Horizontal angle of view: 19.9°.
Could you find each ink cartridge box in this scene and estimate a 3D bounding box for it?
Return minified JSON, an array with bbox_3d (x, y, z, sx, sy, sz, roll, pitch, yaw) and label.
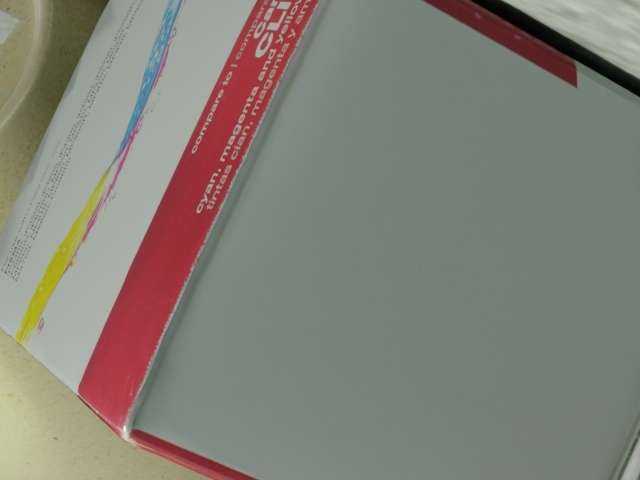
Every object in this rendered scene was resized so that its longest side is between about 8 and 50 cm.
[{"bbox_3d":[0.000,0.000,0.504,0.128,0.127,0.176,25,178,-24],"label":"ink cartridge box"}]

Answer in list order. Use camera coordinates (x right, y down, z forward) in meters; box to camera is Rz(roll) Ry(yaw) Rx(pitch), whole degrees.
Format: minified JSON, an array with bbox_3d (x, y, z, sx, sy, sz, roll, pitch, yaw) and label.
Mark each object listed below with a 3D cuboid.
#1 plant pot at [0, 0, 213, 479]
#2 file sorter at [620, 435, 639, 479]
[{"bbox_3d":[-0.108,-0.002,0.738,0.256,0.256,0.274,24,161,29],"label":"plant pot"},{"bbox_3d":[0.191,0.126,0.887,0.193,0.173,0.277,25,178,-19],"label":"file sorter"}]
